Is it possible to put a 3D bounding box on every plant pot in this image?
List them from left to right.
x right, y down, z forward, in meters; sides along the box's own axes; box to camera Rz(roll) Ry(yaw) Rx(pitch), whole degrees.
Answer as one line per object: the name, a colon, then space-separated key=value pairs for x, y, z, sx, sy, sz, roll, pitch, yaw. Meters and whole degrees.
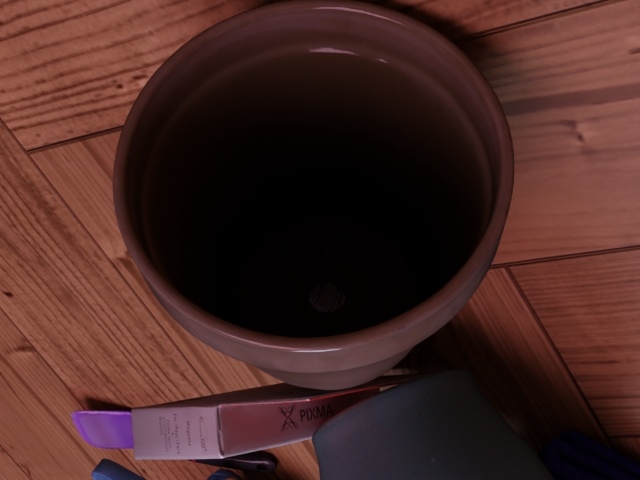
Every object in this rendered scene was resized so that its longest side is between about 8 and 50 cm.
plant pot: x=0.000 y=0.000 z=1.184 sx=0.323 sy=0.323 sz=0.280 roll=20 pitch=155 yaw=13
plant pot: x=0.118 y=0.280 z=1.351 sx=0.271 sy=0.272 sz=0.255 roll=-48 pitch=59 yaw=50

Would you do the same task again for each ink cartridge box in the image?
ink cartridge box: x=-0.018 y=0.181 z=1.404 sx=0.239 sy=0.275 sz=0.060 roll=-7 pitch=87 yaw=38

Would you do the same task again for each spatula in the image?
spatula: x=-0.192 y=0.272 z=1.775 sx=0.296 sy=0.030 sz=0.084 roll=10 pitch=137 yaw=24

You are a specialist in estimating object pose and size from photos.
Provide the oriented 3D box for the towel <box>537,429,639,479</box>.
towel: x=0.307 y=0.337 z=1.500 sx=0.228 sy=0.076 sz=0.308 roll=24 pitch=142 yaw=4

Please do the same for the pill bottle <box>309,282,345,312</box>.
pill bottle: x=-0.050 y=0.055 z=1.397 sx=0.180 sy=0.108 sz=0.108 roll=46 pitch=138 yaw=-18

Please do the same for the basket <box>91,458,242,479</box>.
basket: x=-0.158 y=0.408 z=1.756 sx=0.289 sy=0.201 sz=0.255 roll=23 pitch=150 yaw=30
